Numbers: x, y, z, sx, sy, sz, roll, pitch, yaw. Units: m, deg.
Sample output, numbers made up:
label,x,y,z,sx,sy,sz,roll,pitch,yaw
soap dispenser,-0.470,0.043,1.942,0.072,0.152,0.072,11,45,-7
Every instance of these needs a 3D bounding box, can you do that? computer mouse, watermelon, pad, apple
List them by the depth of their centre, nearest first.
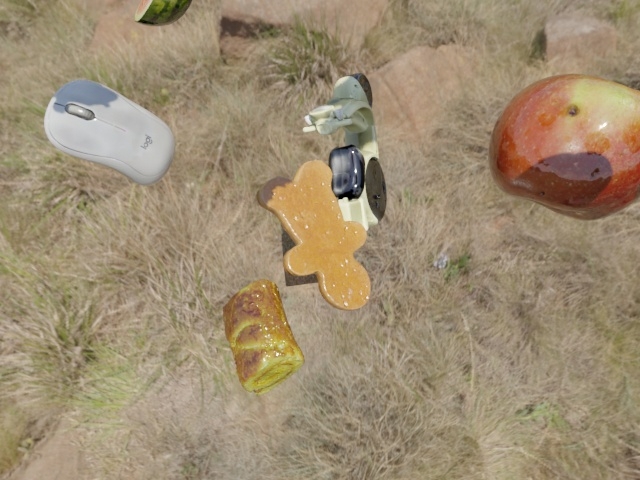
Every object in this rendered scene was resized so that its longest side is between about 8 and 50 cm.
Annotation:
label,x,y,z,sx,sy,sz,roll,pitch,yaw
watermelon,-0.257,-0.421,0.923,0.163,0.069,0.087,-44,44,30
pad,-0.022,0.011,1.101,0.003,0.235,0.158,-1,82,-33
apple,0.544,-0.196,1.155,0.348,0.348,0.277,24,99,15
computer mouse,-0.468,-0.240,1.235,0.121,0.297,0.184,8,70,51

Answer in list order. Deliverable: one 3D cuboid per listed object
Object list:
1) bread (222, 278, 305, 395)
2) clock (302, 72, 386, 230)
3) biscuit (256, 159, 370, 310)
label,x,y,z,sx,sy,sz,roll,pitch,yaw
bread,-0.109,0.172,0.965,0.132,0.103,0.172,-40,48,19
clock,0.072,-0.211,1.280,0.120,0.276,0.379,-7,98,29
biscuit,0.000,0.000,0.864,0.165,0.036,0.250,-28,89,-32
